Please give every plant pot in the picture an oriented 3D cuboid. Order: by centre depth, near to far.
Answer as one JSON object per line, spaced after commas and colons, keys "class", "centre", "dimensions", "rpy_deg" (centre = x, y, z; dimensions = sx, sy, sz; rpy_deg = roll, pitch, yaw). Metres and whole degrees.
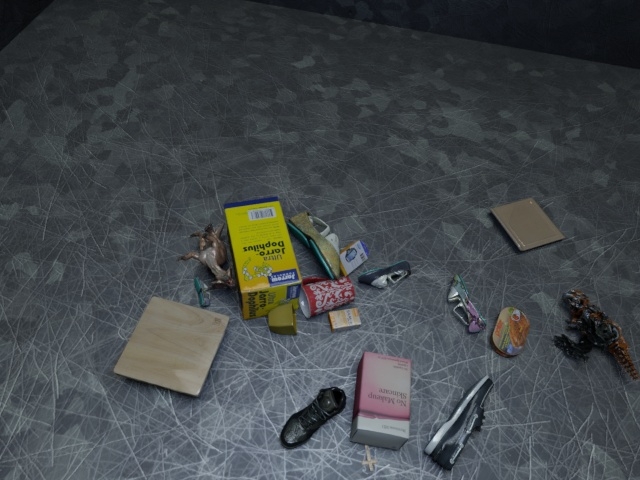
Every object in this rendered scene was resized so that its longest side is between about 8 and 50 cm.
{"class": "plant pot", "centre": [-0.125, 0.260, 1.506], "dimensions": [0.083, 0.081, 0.081], "rpy_deg": [-9, 55, 3]}

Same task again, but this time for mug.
{"class": "mug", "centre": [0.015, 0.169, 1.563], "dimensions": [0.169, 0.113, 0.150], "rpy_deg": [-13, 64, -19]}

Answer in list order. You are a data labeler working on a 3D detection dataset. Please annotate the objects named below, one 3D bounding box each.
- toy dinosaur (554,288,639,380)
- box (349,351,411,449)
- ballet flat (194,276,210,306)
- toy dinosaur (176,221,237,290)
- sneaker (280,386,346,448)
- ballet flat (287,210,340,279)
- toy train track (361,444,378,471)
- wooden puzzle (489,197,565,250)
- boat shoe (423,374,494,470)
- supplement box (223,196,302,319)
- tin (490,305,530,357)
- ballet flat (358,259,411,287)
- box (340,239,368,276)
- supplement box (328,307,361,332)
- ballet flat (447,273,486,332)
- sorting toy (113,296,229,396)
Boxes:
{"class": "toy dinosaur", "centre": [0.930, 0.303, 1.546], "dimensions": [0.218, 0.164, 0.322], "rpy_deg": [-8, 32, -31]}
{"class": "box", "centre": [0.178, 0.465, 1.351], "dimensions": [0.149, 0.127, 0.232], "rpy_deg": [10, 51, 0]}
{"class": "ballet flat", "centre": [-0.397, 0.173, 1.568], "dimensions": [0.041, 0.041, 0.114], "rpy_deg": [-15, 58, -16]}
{"class": "toy dinosaur", "centre": [-0.360, 0.061, 1.593], "dimensions": [0.127, 0.200, 0.295], "rpy_deg": [-33, 24, 17]}
{"class": "sneaker", "centre": [-0.019, 0.493, 1.317], "dimensions": [0.228, 0.130, 0.087], "rpy_deg": [-28, 60, -21]}
{"class": "ballet flat", "centre": [0.000, 0.000, 1.635], "dimensions": [0.123, 0.123, 0.348], "rpy_deg": [-22, 41, -20]}
{"class": "toy train track", "centre": [0.137, 0.610, 1.317], "dimensions": [0.048, 0.014, 0.083], "rpy_deg": [-5, 54, -9]}
{"class": "wooden puzzle", "centre": [0.824, -0.064, 1.859], "dimensions": [0.239, 0.044, 0.221], "rpy_deg": [-12, 56, -19]}
{"class": "boat shoe", "centre": [0.425, 0.527, 1.354], "dimensions": [0.091, 0.114, 0.302], "rpy_deg": [39, 72, 21]}
{"class": "supplement box", "centre": [-0.200, 0.055, 1.571], "dimensions": [0.195, 0.194, 0.356], "rpy_deg": [-10, 56, -13]}
{"class": "tin", "centre": [0.641, 0.309, 1.572], "dimensions": [0.106, 0.040, 0.189], "rpy_deg": [29, 57, 10]}
{"class": "ballet flat", "centre": [0.234, 0.127, 1.642], "dimensions": [0.203, 0.074, 0.074], "rpy_deg": [-16, 57, -19]}
{"class": "box", "centre": [0.114, 0.059, 1.674], "dimensions": [0.136, 0.081, 0.028], "rpy_deg": [-36, 21, -29]}
{"class": "supplement box", "centre": [0.080, 0.265, 1.545], "dimensions": [0.098, 0.036, 0.062], "rpy_deg": [-7, 56, -11]}
{"class": "ballet flat", "centre": [0.492, 0.218, 1.607], "dimensions": [0.079, 0.077, 0.221], "rpy_deg": [-22, 58, 3]}
{"class": "sorting toy", "centre": [-0.440, 0.330, 1.414], "dimensions": [0.257, 0.089, 0.255], "rpy_deg": [14, 54, 4]}
